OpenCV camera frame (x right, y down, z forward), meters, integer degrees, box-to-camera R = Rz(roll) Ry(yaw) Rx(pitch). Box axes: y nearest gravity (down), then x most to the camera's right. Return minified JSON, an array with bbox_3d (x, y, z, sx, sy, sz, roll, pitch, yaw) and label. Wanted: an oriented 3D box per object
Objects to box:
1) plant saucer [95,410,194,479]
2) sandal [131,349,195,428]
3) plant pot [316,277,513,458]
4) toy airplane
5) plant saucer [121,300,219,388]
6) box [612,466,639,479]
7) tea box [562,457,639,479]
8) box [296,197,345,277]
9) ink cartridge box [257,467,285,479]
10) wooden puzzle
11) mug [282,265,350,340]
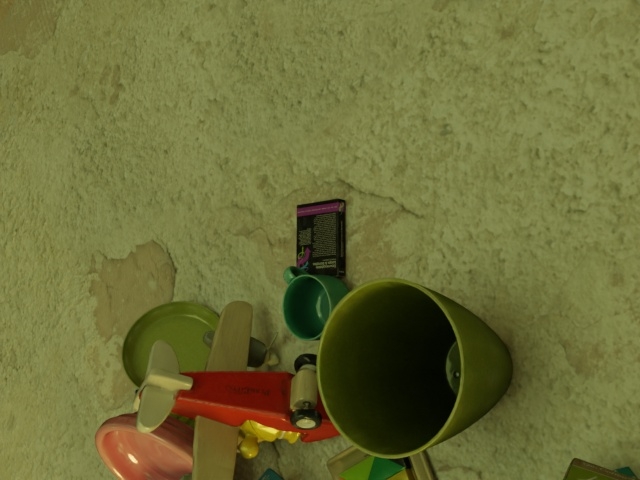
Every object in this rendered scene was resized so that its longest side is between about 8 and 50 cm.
[{"bbox_3d":[-0.325,0.477,1.872,0.332,0.332,0.084,-7,36,39],"label":"plant saucer"},{"bbox_3d":[-0.330,0.373,1.988,0.317,0.126,0.138,46,146,28],"label":"sandal"},{"bbox_3d":[0.190,0.210,1.448,0.274,0.293,0.275,-7,79,38],"label":"plant pot"},{"bbox_3d":[-0.180,0.338,1.717,0.384,0.386,0.273,41,151,25],"label":"toy airplane"},{"bbox_3d":[-0.325,0.249,1.960,0.240,0.037,0.241,-2,56,3],"label":"plant saucer"},{"bbox_3d":[0.414,0.468,1.373,0.244,0.060,0.101,-47,57,24],"label":"box"},{"bbox_3d":[0.382,0.526,1.166,0.219,0.323,0.329,16,103,22],"label":"tea box"},{"bbox_3d":[0.000,0.000,1.811,0.116,0.029,0.162,-6,78,39],"label":"box"},{"bbox_3d":[-0.069,0.563,1.707,0.190,0.082,0.140,30,72,35],"label":"ink cartridge box"},{"bbox_3d":[0.122,0.483,1.625,0.221,0.044,0.239,-38,62,29],"label":"wooden puzzle"},{"bbox_3d":[0.000,0.120,1.742,0.129,0.097,0.158,-16,77,39],"label":"mug"}]
